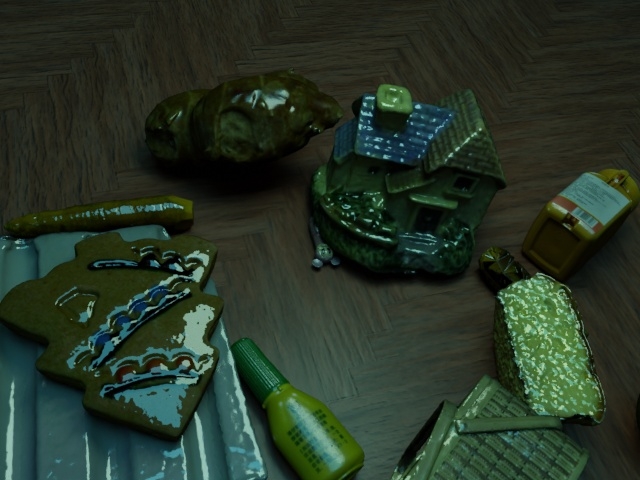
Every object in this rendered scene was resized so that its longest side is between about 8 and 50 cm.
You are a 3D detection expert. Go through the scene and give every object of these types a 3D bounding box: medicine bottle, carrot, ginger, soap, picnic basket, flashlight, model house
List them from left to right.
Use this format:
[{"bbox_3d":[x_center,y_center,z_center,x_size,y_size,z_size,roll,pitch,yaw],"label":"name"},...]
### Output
[{"bbox_3d":[-0.290,0.199,0.882,0.351,0.212,0.435,-9,54,-15],"label":"soap"},{"bbox_3d":[-0.379,-0.039,1.155,0.315,0.066,0.066,-5,53,-11],"label":"carrot"},{"bbox_3d":[-0.135,-0.225,1.240,0.358,0.152,0.274,0,19,35],"label":"ginger"},{"bbox_3d":[-0.047,0.248,0.979,0.095,0.064,0.260,-32,64,-24],"label":"medicine bottle"},{"bbox_3d":[0.000,0.000,1.207,0.052,0.031,0.110,-7,53,-15],"label":"flashlight"},{"bbox_3d":[0.163,-0.119,1.168,0.322,0.266,0.261,10,43,-9],"label":"model house"},{"bbox_3d":[0.160,0.341,0.841,0.175,0.228,0.313,38,56,16],"label":"picnic basket"},{"bbox_3d":[0.369,0.104,1.170,0.069,0.069,0.228,-27,62,-27],"label":"carrot"},{"bbox_3d":[0.497,-0.043,1.252,0.222,0.149,0.112,-33,64,-31],"label":"medicine bottle"}]

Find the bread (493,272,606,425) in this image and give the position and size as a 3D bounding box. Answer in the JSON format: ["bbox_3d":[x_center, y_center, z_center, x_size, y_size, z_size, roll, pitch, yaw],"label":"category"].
[{"bbox_3d":[0.347,0.190,1.054,0.129,0.134,0.260,-4,51,0],"label":"bread"}]

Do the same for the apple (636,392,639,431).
[{"bbox_3d":[0.582,0.266,1.003,0.197,0.196,0.157,23,16,9],"label":"apple"}]

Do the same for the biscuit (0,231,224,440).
[{"bbox_3d":[-0.222,0.103,0.809,0.278,0.043,0.301,-22,57,-25],"label":"biscuit"}]
